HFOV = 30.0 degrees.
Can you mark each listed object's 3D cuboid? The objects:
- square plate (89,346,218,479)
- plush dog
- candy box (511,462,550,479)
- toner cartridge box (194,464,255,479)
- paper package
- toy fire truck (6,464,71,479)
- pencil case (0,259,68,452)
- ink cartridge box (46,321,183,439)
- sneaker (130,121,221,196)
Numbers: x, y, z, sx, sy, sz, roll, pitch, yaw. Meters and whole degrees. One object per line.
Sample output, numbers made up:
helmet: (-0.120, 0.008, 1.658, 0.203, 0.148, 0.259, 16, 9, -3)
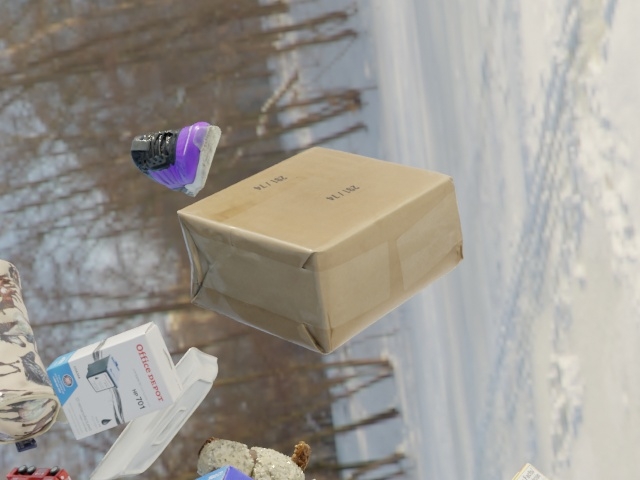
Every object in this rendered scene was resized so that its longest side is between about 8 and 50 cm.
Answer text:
square plate: (-0.348, 0.395, 2.634, 0.347, 0.049, 0.344, -52, -10, -5)
plush dog: (-0.156, 0.502, 2.559, 0.211, 0.225, 0.262, -65, 20, 6)
candy box: (0.335, 0.459, 1.533, 0.087, 0.316, 0.183, -31, -27, -53)
toner cartridge box: (-0.050, 0.465, 1.766, 0.165, 0.347, 0.075, -35, 26, 48)
paper package: (0.000, 0.000, 1.830, 0.324, 0.309, 0.168, -31, -56, -40)
toy fire truck: (-0.580, 0.489, 2.272, 0.135, 0.192, 0.047, -51, -52, -48)
pencil case: (-0.624, 0.211, 2.339, 0.160, 0.183, 0.410, -52, 46, 24)
ink cartridge box: (-0.355, 0.243, 2.073, 0.082, 0.190, 0.140, -62, -50, -78)
sneaker: (-0.276, -0.155, 2.190, 0.293, 0.146, 0.102, 140, 148, -72)
